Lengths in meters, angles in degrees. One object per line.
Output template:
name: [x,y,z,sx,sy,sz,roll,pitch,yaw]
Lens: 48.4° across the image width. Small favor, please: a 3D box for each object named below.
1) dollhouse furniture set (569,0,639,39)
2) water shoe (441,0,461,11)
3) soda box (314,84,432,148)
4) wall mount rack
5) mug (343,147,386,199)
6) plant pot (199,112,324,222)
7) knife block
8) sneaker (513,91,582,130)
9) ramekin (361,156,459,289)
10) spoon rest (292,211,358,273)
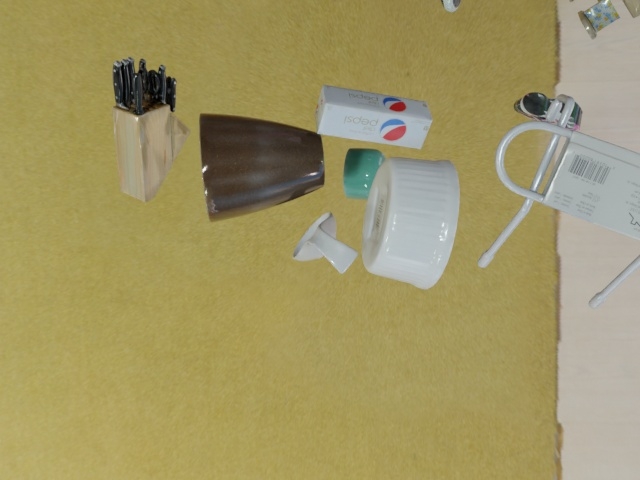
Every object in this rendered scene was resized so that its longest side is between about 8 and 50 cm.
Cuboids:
dollhouse furniture set: [0.539,-0.395,1.161,0.212,0.161,0.242,-31,104,27]
water shoe: [0.212,-0.529,1.354,0.080,0.073,0.203,-11,96,34]
soda box: [0.102,-0.239,1.383,0.216,0.069,0.074,6,134,-13]
wall mount rack: [0.410,-0.045,1.103,0.350,0.130,0.304,21,104,-1]
mug: [0.122,-0.174,1.791,0.097,0.158,0.129,4,131,16]
plant pot: [-0.111,-0.151,1.402,0.230,0.215,0.215,-5,96,-4]
knife block: [-0.408,-0.254,1.580,0.088,0.242,0.275,23,81,29]
sneaker: [0.547,-0.314,1.717,0.178,0.077,0.072,19,89,-18]
ramekin: [0.179,-0.043,1.493,0.135,0.277,0.277,9,98,-9]
spoon rest: [0.000,0.000,1.558,0.084,0.276,0.137,40,87,-18]
